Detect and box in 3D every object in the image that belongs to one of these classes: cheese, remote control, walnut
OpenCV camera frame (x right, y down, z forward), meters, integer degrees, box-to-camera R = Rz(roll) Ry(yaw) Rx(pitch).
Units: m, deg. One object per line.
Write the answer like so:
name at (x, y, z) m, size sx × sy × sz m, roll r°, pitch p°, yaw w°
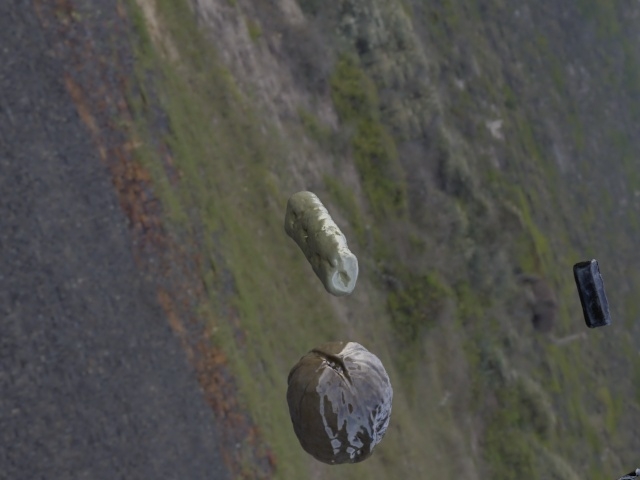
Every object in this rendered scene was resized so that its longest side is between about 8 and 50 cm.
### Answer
cheese at (0.000, 0.000, 1.296) m, size 0.194 × 0.043 × 0.065 m, roll -124°, pitch -137°, yaw -58°
remote control at (0.385, 0.076, 1.508) m, size 0.014 × 0.039 × 0.096 m, roll -3°, pitch 79°, yaw -56°
walnut at (0.034, 0.268, 1.707) m, size 0.178 × 0.178 × 0.230 m, roll -94°, pitch 176°, yaw -55°

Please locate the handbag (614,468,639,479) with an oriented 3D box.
handbag at (0.449, 0.493, 1.720) m, size 0.149 × 0.283 × 0.302 m, roll 33°, pitch -13°, yaw 16°
